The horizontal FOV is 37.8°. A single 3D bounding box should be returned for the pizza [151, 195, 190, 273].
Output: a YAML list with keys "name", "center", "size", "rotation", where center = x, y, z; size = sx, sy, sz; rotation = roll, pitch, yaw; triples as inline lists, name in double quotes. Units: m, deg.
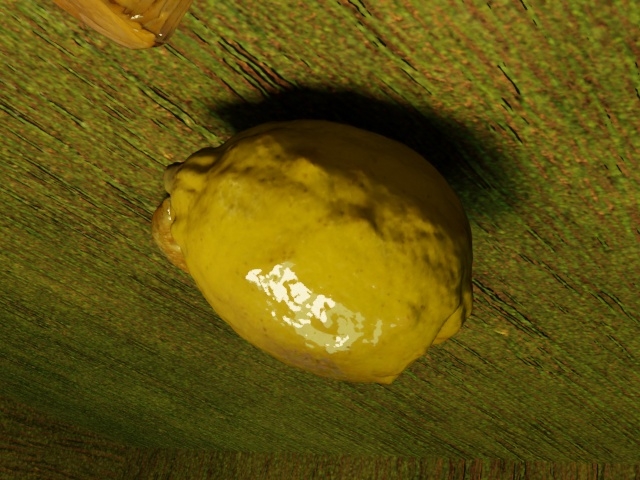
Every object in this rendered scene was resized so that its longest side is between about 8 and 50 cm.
- name: "pizza"
  center: [-0.134, 0.006, 1.314]
  size: [0.197, 0.058, 0.292]
  rotation: [3, 156, 16]

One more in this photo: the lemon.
- name: "lemon"
  center: [0.007, 0.003, 0.999]
  size: [0.316, 0.285, 0.285]
  rotation: [53, 159, 14]

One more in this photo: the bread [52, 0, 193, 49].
- name: "bread"
  center: [-0.179, -0.239, 0.709]
  size: [0.199, 0.104, 0.199]
  rotation: [32, 174, 4]
